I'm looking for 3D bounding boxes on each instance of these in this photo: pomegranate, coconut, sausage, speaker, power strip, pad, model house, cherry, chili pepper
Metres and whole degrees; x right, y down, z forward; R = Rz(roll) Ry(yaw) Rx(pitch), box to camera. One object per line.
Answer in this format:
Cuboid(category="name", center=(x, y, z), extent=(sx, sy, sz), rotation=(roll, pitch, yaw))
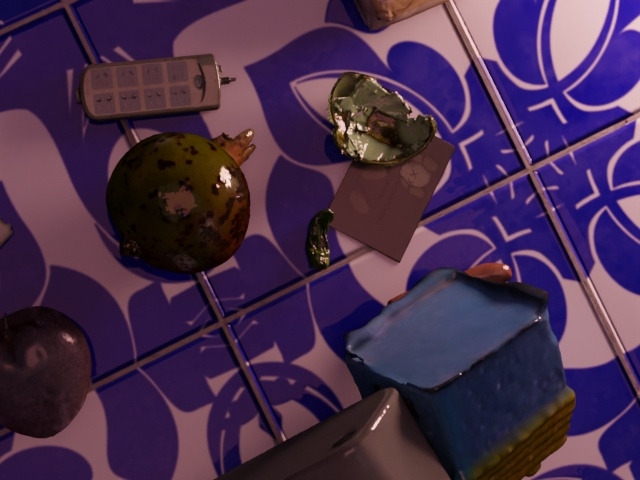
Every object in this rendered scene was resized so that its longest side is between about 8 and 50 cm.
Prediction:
Cuboid(category="pomegranate", center=(-0.181, -0.061, 1.846), extent=(0.198, 0.246, 0.198), rotation=(7, 118, 14))
Cuboid(category="coconut", center=(0.074, -0.166, 1.928), extent=(0.133, 0.055, 0.158), rotation=(-45, 91, -6))
Cuboid(category="sausage", center=(0.183, 0.071, 1.937), extent=(0.186, 0.043, 0.043), rotation=(-19, 89, -8))
Cuboid(category="speaker", center=(-0.025, 0.367, 1.742), extent=(0.406, 0.183, 0.184), rotation=(-32, 97, 30))
Cuboid(category="power strip", center=(-0.230, -0.215, 1.908), extent=(0.226, 0.029, 0.080), rotation=(-7, 87, -8))
Cuboid(category="pad", center=(0.099, -0.081, 1.956), extent=(0.127, 0.004, 0.190), rotation=(27, 84, -5))
Cuboid(category="power strip", center=(-0.463, 0.006, 1.870), extent=(0.040, 0.016, 0.090), rotation=(41, 83, -4))
Cuboid(category="model house", center=(0.205, 0.222, 1.827), extent=(0.237, 0.215, 0.303), rotation=(-33, 115, -27))
Cuboid(category="cherry", center=(-0.383, 0.171, 1.812), extent=(0.176, 0.140, 0.176), rotation=(-5, 111, -13))
Cuboid(category="chili pepper", center=(-0.001, -0.001, 1.928), extent=(0.030, 0.034, 0.091), rotation=(9, 85, -40))

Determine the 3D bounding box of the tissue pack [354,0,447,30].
Cuboid(category="tissue pack", center=(0.134, -0.423, 1.939), extent=(0.222, 0.090, 0.186), rotation=(-26, 92, -7))
